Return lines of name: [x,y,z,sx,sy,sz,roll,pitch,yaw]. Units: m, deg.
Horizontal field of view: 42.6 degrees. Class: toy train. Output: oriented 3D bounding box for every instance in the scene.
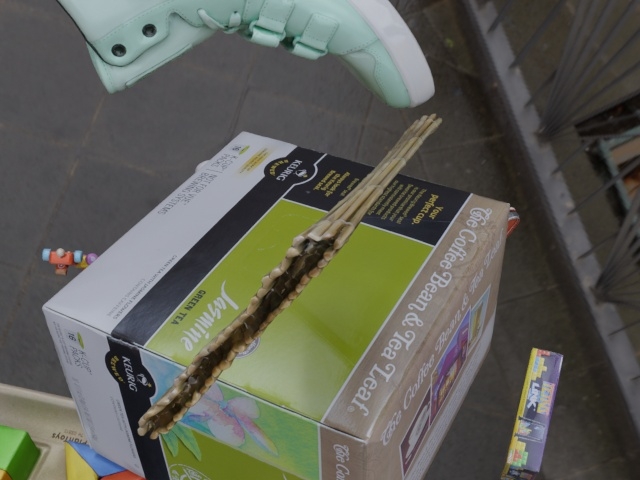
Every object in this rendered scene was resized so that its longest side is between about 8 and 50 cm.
toy train: [-0.340,0.043,1.276,0.166,0.125,0.046,4,85,-8]

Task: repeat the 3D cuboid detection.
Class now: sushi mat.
sushi mat: [0.000,0.000,0.509,0.019,0.151,0.316,42,23,0]

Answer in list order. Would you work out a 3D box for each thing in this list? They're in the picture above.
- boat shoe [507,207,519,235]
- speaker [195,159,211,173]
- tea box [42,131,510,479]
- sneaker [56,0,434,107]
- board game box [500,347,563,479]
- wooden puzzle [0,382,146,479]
boat shoe: [0.218,0.015,1.092,0.049,0.137,0.043,24,24,-45]
speaker: [-0.173,-0.066,1.322,0.055,0.055,0.136,0,47,-12]
tea box: [-0.023,0.090,0.820,0.324,0.220,0.329,18,43,24]
sneaker: [-0.054,-0.131,0.502,0.256,0.094,0.151,37,98,-26]
board game box: [0.304,0.258,1.185,0.048,0.141,0.170,14,69,13]
wooden puzzle: [-0.308,0.308,0.807,0.322,0.080,0.347,9,53,11]
